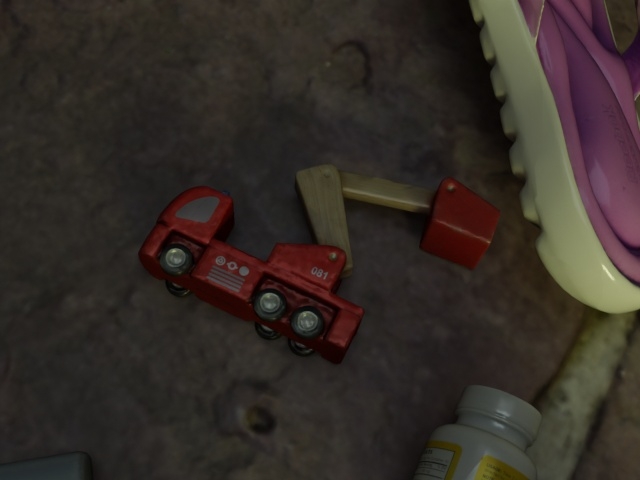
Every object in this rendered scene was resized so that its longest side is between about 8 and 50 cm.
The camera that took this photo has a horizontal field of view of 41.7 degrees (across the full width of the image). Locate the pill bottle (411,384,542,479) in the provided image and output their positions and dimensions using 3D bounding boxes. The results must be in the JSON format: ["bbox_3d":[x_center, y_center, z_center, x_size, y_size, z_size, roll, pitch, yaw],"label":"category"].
[{"bbox_3d":[0.082,0.143,0.466,0.065,0.065,0.116,24,69,5],"label":"pill bottle"}]

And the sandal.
[{"bbox_3d":[0.171,-0.164,0.541,0.169,0.102,0.416,-3,76,-46],"label":"sandal"}]

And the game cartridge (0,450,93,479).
[{"bbox_3d":[-0.199,0.266,0.402,0.198,0.062,0.297,-6,69,-12],"label":"game cartridge"}]

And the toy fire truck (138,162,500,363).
[{"bbox_3d":[0.000,0.000,0.527,0.192,0.047,0.135,25,68,6],"label":"toy fire truck"}]
